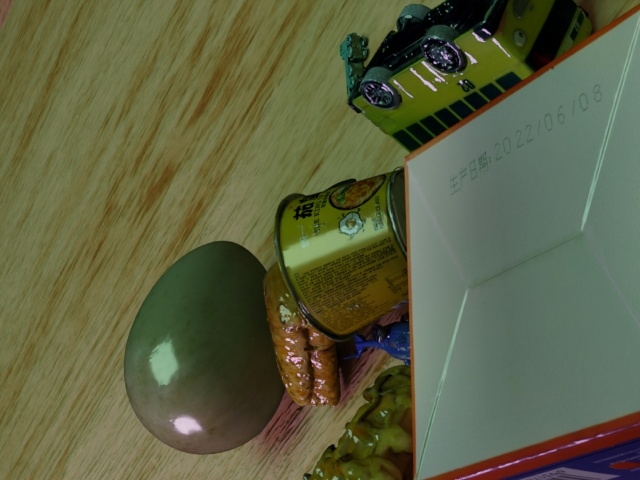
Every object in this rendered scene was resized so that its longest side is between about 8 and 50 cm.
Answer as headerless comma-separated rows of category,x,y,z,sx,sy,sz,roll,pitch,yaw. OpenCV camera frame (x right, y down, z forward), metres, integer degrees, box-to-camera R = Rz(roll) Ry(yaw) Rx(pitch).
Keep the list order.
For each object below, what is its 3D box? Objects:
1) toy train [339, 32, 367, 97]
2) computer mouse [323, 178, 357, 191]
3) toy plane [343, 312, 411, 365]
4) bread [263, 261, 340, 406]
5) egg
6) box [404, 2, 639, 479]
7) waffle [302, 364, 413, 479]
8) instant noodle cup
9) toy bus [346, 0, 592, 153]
toy train,0.043,-0.228,1.937,0.045,0.029,0.092,136,135,-58
computer mouse,0.000,0.000,1.880,0.106,0.062,0.192,-96,29,-56
toy plane,0.081,0.122,1.733,0.167,0.054,0.062,-8,99,60
bread,-0.019,0.113,1.794,0.211,0.083,0.114,81,178,-49
egg,-0.147,0.137,1.958,0.218,0.218,0.295,-28,50,55
box,0.266,0.037,1.207,0.348,0.257,0.319,-33,51,54
waffle,0.045,0.293,1.559,0.324,0.151,0.261,-61,-3,35
instant noodle cup,0.056,0.007,1.672,0.144,0.182,0.182,-22,58,26
toy bus,0.162,-0.191,1.578,0.262,0.150,0.128,-24,31,56
